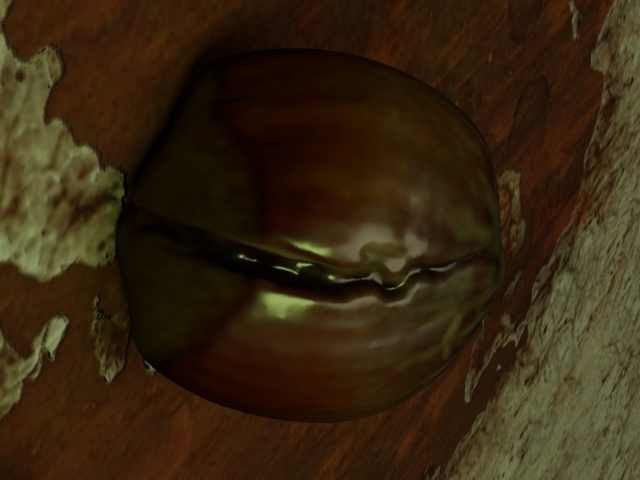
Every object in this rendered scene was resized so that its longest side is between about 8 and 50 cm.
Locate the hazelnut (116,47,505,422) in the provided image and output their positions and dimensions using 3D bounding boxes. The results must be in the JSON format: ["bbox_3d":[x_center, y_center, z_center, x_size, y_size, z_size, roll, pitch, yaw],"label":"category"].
[{"bbox_3d":[0.000,0.001,0.784,0.181,0.181,0.212,-1,107,-62],"label":"hazelnut"}]
